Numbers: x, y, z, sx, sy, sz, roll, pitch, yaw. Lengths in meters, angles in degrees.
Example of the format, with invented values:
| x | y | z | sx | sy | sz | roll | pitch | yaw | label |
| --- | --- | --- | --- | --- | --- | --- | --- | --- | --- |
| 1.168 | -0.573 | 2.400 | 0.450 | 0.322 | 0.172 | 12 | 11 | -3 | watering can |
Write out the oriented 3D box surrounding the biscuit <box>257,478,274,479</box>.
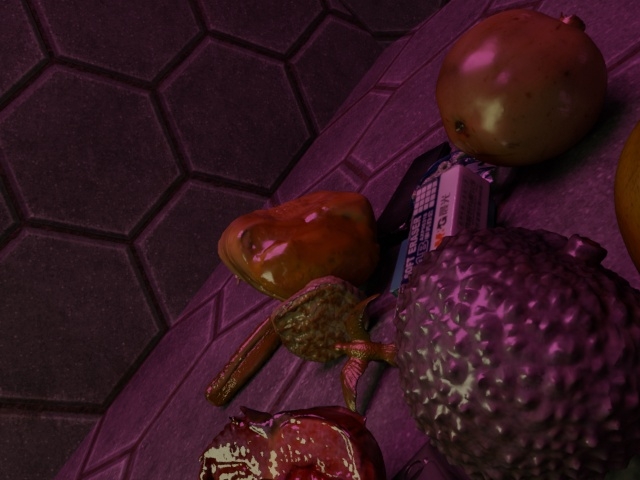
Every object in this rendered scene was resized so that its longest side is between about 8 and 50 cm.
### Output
| x | y | z | sx | sy | sz | roll | pitch | yaw | label |
| --- | --- | --- | --- | --- | --- | --- | --- | --- | --- |
| -0.043 | 0.422 | 0.653 | 0.257 | 0.049 | 0.273 | 18 | 91 | 35 | biscuit |

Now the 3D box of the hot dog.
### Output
| x | y | z | sx | sy | sz | roll | pitch | yaw | label |
| --- | --- | --- | --- | --- | --- | --- | --- | --- | --- |
| -0.196 | 0.319 | 1.534 | 0.289 | 0.083 | 0.068 | -48 | -3 | -1 | hot dog |

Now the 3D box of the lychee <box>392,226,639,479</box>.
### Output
| x | y | z | sx | sy | sz | roll | pitch | yaw | label |
| --- | --- | --- | --- | --- | --- | --- | --- | --- | --- |
| 0.205 | 0.119 | 0.601 | 0.300 | 0.300 | 0.300 | -43 | 17 | 17 | lychee |

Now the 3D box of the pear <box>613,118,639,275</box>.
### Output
| x | y | z | sx | sy | sz | roll | pitch | yaw | label |
| --- | --- | --- | --- | --- | --- | --- | --- | --- | --- |
| 0.400 | -0.040 | 0.498 | 0.294 | 0.294 | 0.294 | -43 | 17 | 17 | pear |

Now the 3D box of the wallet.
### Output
| x | y | z | sx | sy | sz | roll | pitch | yaw | label |
| --- | --- | --- | --- | --- | --- | --- | --- | --- | --- |
| 0.232 | -0.117 | 1.480 | 0.172 | 0.045 | 0.318 | -27 | 27 | 58 | wallet |

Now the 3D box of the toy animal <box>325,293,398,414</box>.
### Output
| x | y | z | sx | sy | sz | roll | pitch | yaw | label |
| --- | --- | --- | --- | --- | --- | --- | --- | --- | --- |
| 0.076 | 0.209 | 1.061 | 0.155 | 0.095 | 0.219 | -12 | 70 | 63 | toy animal |

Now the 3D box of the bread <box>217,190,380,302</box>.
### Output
| x | y | z | sx | sy | sz | roll | pitch | yaw | label |
| --- | --- | --- | --- | --- | --- | --- | --- | --- | --- |
| -0.042 | 0.034 | 1.383 | 0.361 | 0.250 | 0.394 | -18 | 10 | -13 | bread |

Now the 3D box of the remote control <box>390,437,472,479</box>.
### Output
| x | y | z | sx | sy | sz | roll | pitch | yaw | label |
| --- | --- | --- | --- | --- | --- | --- | --- | --- | --- |
| 0.160 | 0.331 | 0.611 | 0.128 | 0.065 | 0.335 | -46 | 16 | 0 | remote control |

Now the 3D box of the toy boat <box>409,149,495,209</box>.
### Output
| x | y | z | sx | sy | sz | roll | pitch | yaw | label |
| --- | --- | --- | --- | --- | --- | --- | --- | --- | --- |
| 0.317 | -0.152 | 1.267 | 0.210 | 0.070 | 0.291 | -46 | 12 | -20 | toy boat |

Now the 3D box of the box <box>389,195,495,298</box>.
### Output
| x | y | z | sx | sy | sz | roll | pitch | yaw | label |
| --- | --- | --- | --- | --- | --- | --- | --- | --- | --- |
| 0.244 | 0.013 | 1.155 | 0.229 | 0.041 | 0.162 | -35 | 22 | 38 | box |

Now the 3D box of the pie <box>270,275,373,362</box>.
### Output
| x | y | z | sx | sy | sz | roll | pitch | yaw | label |
| --- | --- | --- | --- | --- | --- | --- | --- | --- | --- |
| 0.003 | 0.161 | 1.198 | 0.205 | 0.179 | 0.084 | -37 | 24 | 13 | pie |

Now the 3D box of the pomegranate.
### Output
| x | y | z | sx | sy | sz | roll | pitch | yaw | label |
| --- | --- | --- | --- | --- | --- | --- | --- | --- | --- |
| 0.377 | -0.292 | 1.087 | 0.319 | 0.319 | 0.319 | -43 | 17 | 17 | pomegranate |

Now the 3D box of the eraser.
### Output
| x | y | z | sx | sy | sz | roll | pitch | yaw | label |
| --- | --- | --- | --- | --- | --- | --- | --- | --- | --- |
| 0.218 | 0.017 | 1.021 | 0.130 | 0.086 | 0.287 | -23 | 46 | 52 | eraser |

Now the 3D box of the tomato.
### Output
| x | y | z | sx | sy | sz | roll | pitch | yaw | label |
| --- | --- | --- | --- | --- | --- | --- | --- | --- | --- |
| -0.015 | 0.360 | 0.775 | 0.309 | 0.170 | 0.309 | -5 | 81 | 35 | tomato |
